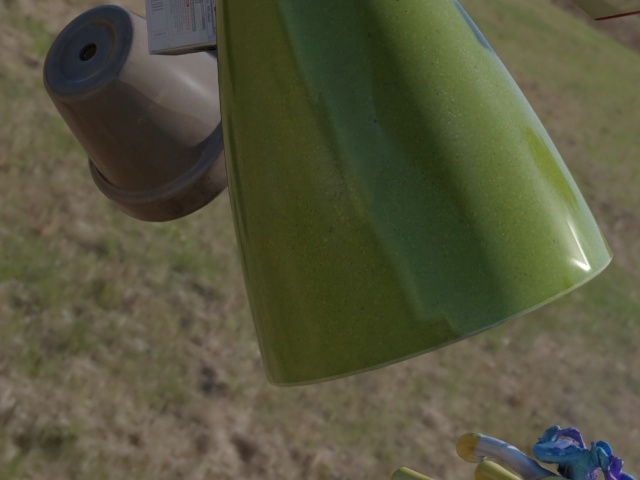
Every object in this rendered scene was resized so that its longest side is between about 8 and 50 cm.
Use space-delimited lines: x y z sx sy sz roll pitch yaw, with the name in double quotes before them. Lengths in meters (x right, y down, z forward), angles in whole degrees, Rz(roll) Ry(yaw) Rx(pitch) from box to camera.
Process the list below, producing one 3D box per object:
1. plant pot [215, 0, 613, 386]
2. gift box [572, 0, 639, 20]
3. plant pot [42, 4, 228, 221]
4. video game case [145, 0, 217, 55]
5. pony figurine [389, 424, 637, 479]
"plant pot" 0.037 -0.079 1.078 0.275 0.274 0.294 -34 103 -73
"gift box" 0.208 -0.253 0.697 0.276 0.255 0.258 5 -19 48
"plant pot" -0.243 -0.187 1.928 0.263 0.263 0.229 44 1 41
"video game case" -0.090 -0.337 1.490 0.061 0.270 0.244 -7 4 -44
"pony figurine" 0.309 0.353 1.689 0.363 0.303 0.351 5 -31 51
